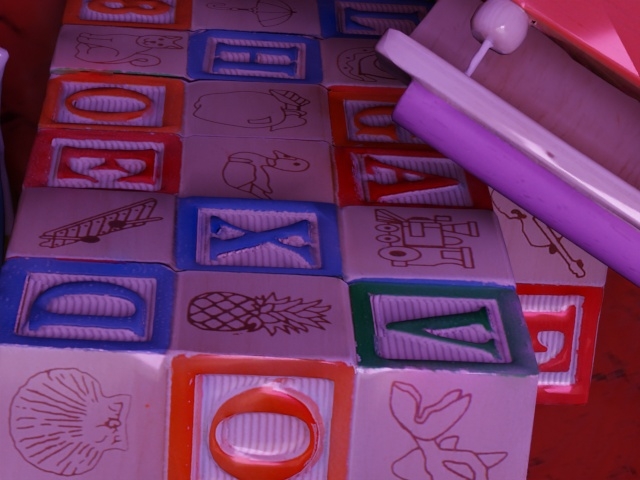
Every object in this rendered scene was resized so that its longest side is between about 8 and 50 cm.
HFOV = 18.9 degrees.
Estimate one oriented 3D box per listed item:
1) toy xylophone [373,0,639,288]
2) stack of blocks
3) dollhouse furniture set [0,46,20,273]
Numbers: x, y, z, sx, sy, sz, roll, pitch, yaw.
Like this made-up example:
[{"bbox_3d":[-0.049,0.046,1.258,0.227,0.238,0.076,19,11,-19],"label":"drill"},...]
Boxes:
[{"bbox_3d":[0.114,-0.137,0.521,0.236,0.081,0.323,27,77,2],"label":"toy xylophone"},{"bbox_3d":[0.000,0.000,0.582,0.171,0.297,0.087,3,116,-3],"label":"stack of blocks"},{"bbox_3d":[-0.210,-0.135,0.634,0.286,0.198,0.303,23,147,12],"label":"dollhouse furniture set"}]
